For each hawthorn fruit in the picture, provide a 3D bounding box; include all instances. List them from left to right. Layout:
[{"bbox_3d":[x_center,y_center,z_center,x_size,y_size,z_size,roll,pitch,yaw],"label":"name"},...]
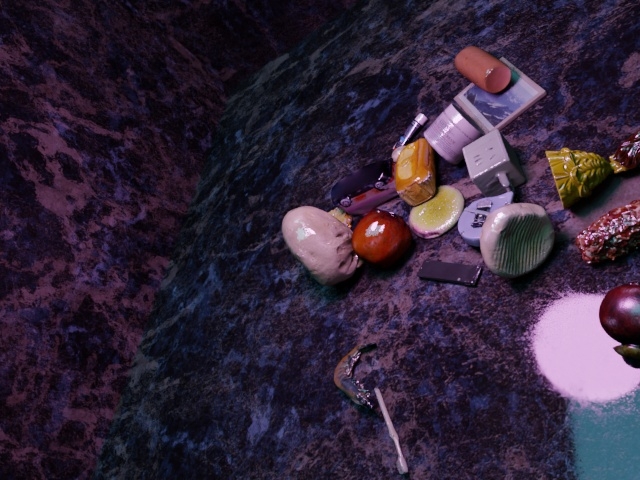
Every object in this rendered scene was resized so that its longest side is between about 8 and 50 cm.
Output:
[{"bbox_3d":[0.207,0.002,1.912,0.249,0.215,0.215,-46,36,7],"label":"hawthorn fruit"}]

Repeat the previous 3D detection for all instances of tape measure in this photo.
[{"bbox_3d":[0.532,-0.057,1.674,0.182,0.107,0.180,-12,45,40],"label":"tape measure"}]

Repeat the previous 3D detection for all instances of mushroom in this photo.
[{"bbox_3d":[0.337,-0.355,2.183,0.084,0.084,0.067,-42,77,15],"label":"mushroom"}]

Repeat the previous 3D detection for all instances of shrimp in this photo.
[{"bbox_3d":[0.142,0.432,1.736,0.198,0.051,0.262,-55,27,-2],"label":"shrimp"}]

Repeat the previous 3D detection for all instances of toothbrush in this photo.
[{"bbox_3d":[0.210,0.561,1.577,0.028,0.026,0.294,-52,32,29],"label":"toothbrush"}]

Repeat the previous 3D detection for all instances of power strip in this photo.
[{"bbox_3d":[0.577,-0.230,1.741,0.140,0.139,0.224,-29,42,29],"label":"power strip"}]

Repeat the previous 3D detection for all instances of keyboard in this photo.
[{"bbox_3d":[0.422,0.106,1.733,0.231,0.023,0.072,6,58,50],"label":"keyboard"}]

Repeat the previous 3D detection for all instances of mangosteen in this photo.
[{"bbox_3d":[0.731,0.192,1.194,0.200,0.200,0.199,-29,41,30],"label":"mangosteen"}]

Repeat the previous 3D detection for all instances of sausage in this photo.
[{"bbox_3d":[0.623,-0.672,2.050,0.121,0.121,0.304,-42,34,15],"label":"sausage"}]

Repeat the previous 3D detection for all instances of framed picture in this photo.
[{"bbox_3d":[0.673,-0.552,2.012,0.247,0.022,0.335,-39,37,19],"label":"framed picture"}]

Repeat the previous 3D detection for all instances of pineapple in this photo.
[{"bbox_3d":[0.050,-0.052,2.269,0.221,0.047,0.221,-30,42,31],"label":"pineapple"}]

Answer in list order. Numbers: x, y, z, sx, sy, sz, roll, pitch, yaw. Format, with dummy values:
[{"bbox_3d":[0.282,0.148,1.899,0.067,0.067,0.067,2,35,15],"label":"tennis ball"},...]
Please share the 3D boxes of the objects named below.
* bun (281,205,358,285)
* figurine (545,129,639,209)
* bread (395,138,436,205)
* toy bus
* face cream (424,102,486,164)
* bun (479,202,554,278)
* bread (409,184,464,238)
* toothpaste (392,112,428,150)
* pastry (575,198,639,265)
[{"bbox_3d":[0.000,0.000,2.046,0.234,0.326,0.362,-43,41,9],"label":"bun"},{"bbox_3d":[0.821,-0.219,1.476,0.316,0.167,0.187,-18,19,25],"label":"figurine"},{"bbox_3d":[0.367,-0.265,2.004,0.153,0.119,0.288,-26,34,32],"label":"bread"},{"bbox_3d":[0.195,-0.212,2.152,0.303,0.147,0.127,-27,43,35],"label":"toy bus"},{"bbox_3d":[0.489,-0.387,1.929,0.153,0.177,0.177,-47,35,24],"label":"face cream"},{"bbox_3d":[0.557,-0.007,1.527,0.231,0.231,0.133,-49,19,6],"label":"bun"},{"bbox_3d":[0.416,-0.108,1.911,0.229,0.034,0.228,-29,42,30],"label":"bread"},{"bbox_3d":[0.379,-0.455,2.249,0.193,0.045,0.071,-51,26,13],"label":"toothpaste"},{"bbox_3d":[0.775,-0.020,1.378,0.209,0.097,0.115,-31,30,30],"label":"pastry"}]
